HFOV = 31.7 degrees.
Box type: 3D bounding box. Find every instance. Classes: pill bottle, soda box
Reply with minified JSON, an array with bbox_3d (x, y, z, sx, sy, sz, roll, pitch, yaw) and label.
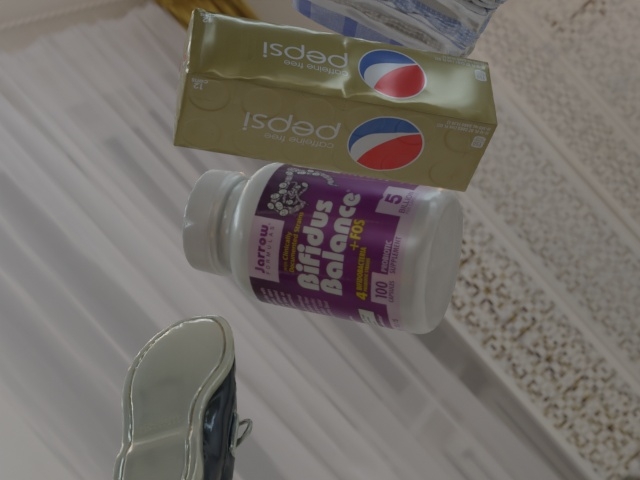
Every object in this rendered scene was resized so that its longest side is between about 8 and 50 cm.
[{"bbox_3d":[0.000,0.000,1.304,0.169,0.301,0.169,10,-90,-70],"label":"pill bottle"},{"bbox_3d":[0.007,-0.081,0.663,0.061,0.181,0.058,110,164,-48],"label":"soda box"}]

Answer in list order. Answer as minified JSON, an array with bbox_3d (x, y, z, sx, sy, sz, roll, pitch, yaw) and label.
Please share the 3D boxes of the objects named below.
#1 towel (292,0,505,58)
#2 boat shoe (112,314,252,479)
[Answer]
[{"bbox_3d":[0.063,-0.236,1.117,0.285,0.209,0.034,109,-176,-84],"label":"towel"},{"bbox_3d":[-0.104,0.153,0.896,0.095,0.079,0.254,-16,30,5],"label":"boat shoe"}]
